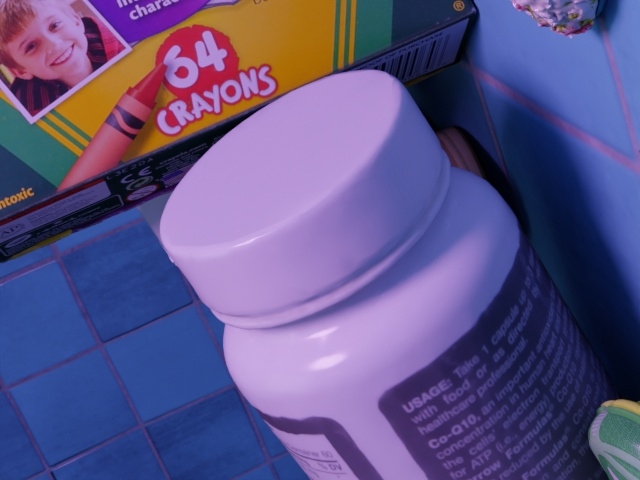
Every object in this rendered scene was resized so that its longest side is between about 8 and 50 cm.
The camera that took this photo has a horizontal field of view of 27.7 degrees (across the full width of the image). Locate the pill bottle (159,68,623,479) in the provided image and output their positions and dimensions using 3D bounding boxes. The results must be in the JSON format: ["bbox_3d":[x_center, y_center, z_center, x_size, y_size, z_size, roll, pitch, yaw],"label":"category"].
[{"bbox_3d":[0.067,0.083,0.837,0.361,0.204,0.204,56,179,-26],"label":"pill bottle"}]

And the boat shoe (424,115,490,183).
[{"bbox_3d":[0.078,-0.042,1.083,0.285,0.089,0.105,-131,18,-70],"label":"boat shoe"}]

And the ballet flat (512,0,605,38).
[{"bbox_3d":[0.084,-0.174,0.582,0.091,0.077,0.241,60,173,34],"label":"ballet flat"}]

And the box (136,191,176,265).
[{"bbox_3d":[0.000,0.000,1.065,0.322,0.059,0.232,17,-166,-28],"label":"box"}]

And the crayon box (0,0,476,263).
[{"bbox_3d":[-0.125,-0.203,0.909,0.106,0.362,0.313,97,148,-76],"label":"crayon box"}]

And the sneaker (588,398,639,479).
[{"bbox_3d":[0.222,0.227,0.728,0.109,0.123,0.296,89,157,-75],"label":"sneaker"}]
